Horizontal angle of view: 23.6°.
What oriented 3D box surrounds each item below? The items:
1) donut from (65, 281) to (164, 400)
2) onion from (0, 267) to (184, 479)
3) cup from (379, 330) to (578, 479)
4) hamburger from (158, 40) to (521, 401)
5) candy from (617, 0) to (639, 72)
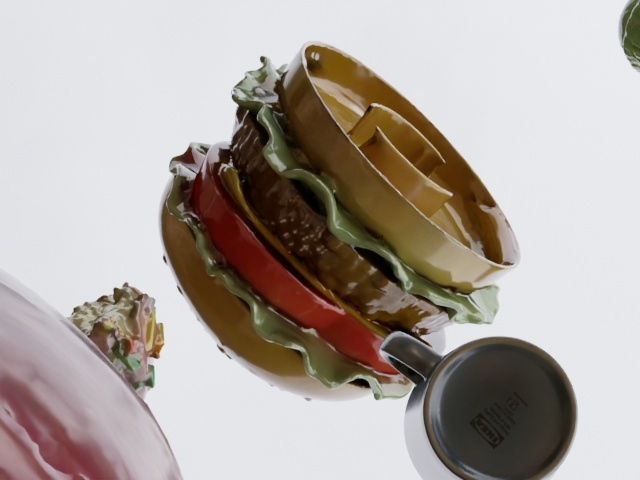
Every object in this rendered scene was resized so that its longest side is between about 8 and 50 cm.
[{"bbox_3d":[-0.219,0.056,1.077,0.233,0.085,0.199,35,-45,-1],"label":"donut"},{"bbox_3d":[-0.206,0.122,0.381,0.353,0.353,0.354,4,-84,50],"label":"onion"},{"bbox_3d":[0.068,0.074,0.697,0.100,0.077,0.078,36,-99,8],"label":"cup"},{"bbox_3d":[0.000,0.000,1.188,0.212,0.274,0.274,-44,-123,18],"label":"hamburger"},{"bbox_3d":[0.382,-0.159,1.292,0.335,0.093,0.092,25,-64,51],"label":"candy"}]
